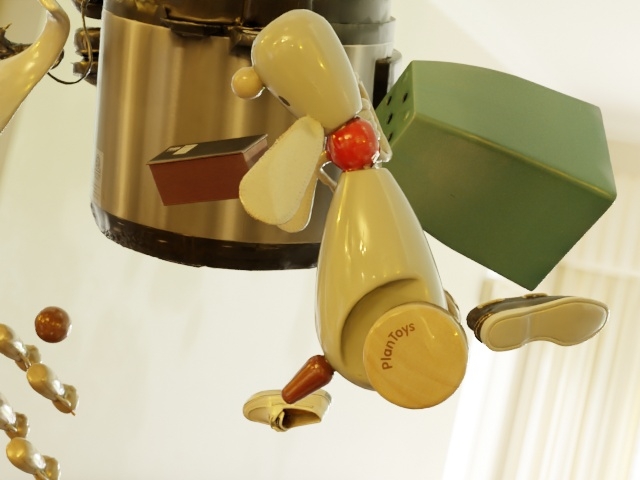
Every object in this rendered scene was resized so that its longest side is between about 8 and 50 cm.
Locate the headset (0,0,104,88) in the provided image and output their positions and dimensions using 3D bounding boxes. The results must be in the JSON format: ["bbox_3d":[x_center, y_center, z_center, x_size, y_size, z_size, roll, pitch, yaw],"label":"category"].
[{"bbox_3d":[-0.313,-0.314,1.953,0.185,0.243,0.394,3,27,15],"label":"headset"}]

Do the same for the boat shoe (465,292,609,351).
[{"bbox_3d":[0.178,0.064,1.159,0.125,0.046,0.038,-9,27,-24],"label":"boat shoe"}]

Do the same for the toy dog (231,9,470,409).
[{"bbox_3d":[0.000,0.000,1.150,0.161,0.334,0.220,-24,-20,5],"label":"toy dog"}]

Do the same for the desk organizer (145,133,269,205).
[{"bbox_3d":[-0.110,-0.071,1.447,0.130,0.050,0.047,-4,24,36],"label":"desk organizer"}]

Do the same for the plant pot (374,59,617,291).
[{"bbox_3d":[0.176,-0.091,1.568,0.234,0.166,0.165,23,-51,-17],"label":"plant pot"}]

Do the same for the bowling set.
[{"bbox_3d":[-0.411,0.203,2.034,0.287,0.200,0.154,46,-9,28],"label":"bowling set"}]

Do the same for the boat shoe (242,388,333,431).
[{"bbox_3d":[-0.036,0.166,1.354,0.100,0.035,0.035,-8,-54,30],"label":"boat shoe"}]

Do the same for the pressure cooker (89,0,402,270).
[{"bbox_3d":[-0.093,-0.199,1.735,0.370,0.420,0.375,15,16,33],"label":"pressure cooker"}]

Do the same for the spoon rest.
[{"bbox_3d":[-0.391,-0.179,1.647,0.137,0.276,0.084,53,12,25],"label":"spoon rest"}]
